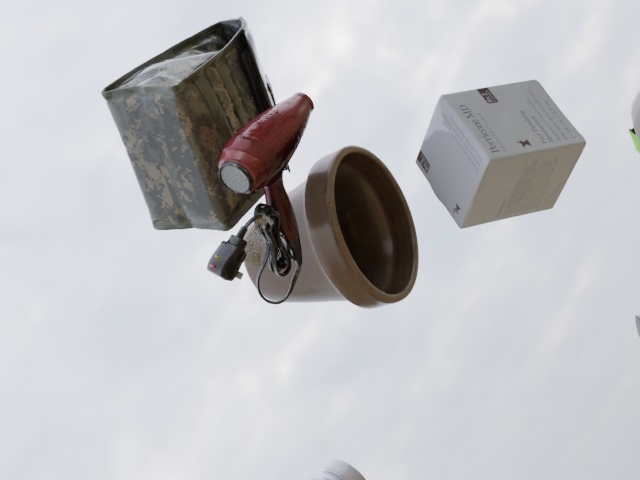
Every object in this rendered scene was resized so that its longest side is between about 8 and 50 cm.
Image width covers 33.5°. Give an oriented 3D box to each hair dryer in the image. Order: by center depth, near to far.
[{"bbox_3d":[-0.075,-0.069,1.461,0.223,0.080,0.294,28,-102,-67],"label":"hair dryer"}]

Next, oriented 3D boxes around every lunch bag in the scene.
[{"bbox_3d":[-0.153,-0.180,1.585,0.287,0.168,0.235,-49,-49,-47],"label":"lunch bag"}]

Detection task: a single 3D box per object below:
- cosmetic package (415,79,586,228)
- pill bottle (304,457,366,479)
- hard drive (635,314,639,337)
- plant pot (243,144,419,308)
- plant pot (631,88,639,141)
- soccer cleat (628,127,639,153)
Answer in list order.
[{"bbox_3d":[0.274,-0.134,1.637,0.183,0.151,0.151,-13,-37,-26],"label":"cosmetic package"},{"bbox_3d":[-0.008,0.581,2.221,0.246,0.136,0.136,-49,-27,-27],"label":"pill bottle"},{"bbox_3d":[0.780,0.202,2.143,0.172,0.254,0.054,-114,29,-75],"label":"hard drive"},{"bbox_3d":[0.000,0.000,1.747,0.263,0.229,0.263,32,-131,-46],"label":"plant pot"},{"bbox_3d":[0.651,-0.214,1.625,0.284,0.284,0.191,-39,-17,-37],"label":"plant pot"},{"bbox_3d":[0.628,-0.217,1.935,0.060,0.072,0.179,-23,-12,-32],"label":"soccer cleat"}]
